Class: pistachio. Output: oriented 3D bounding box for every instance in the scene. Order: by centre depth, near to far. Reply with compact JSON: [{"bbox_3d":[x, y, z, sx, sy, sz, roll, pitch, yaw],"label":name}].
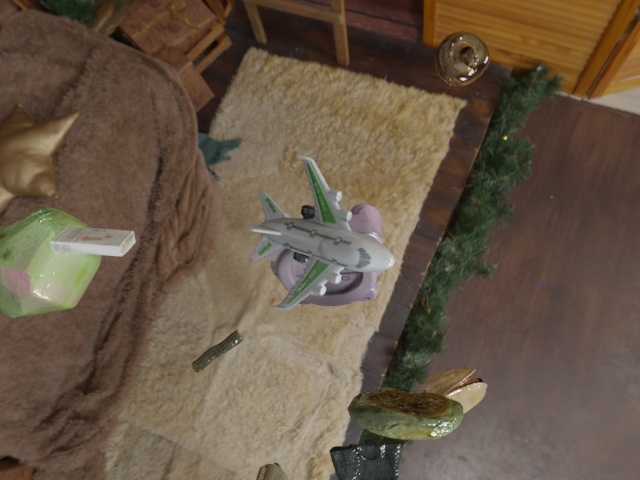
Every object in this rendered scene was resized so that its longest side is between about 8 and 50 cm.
[{"bbox_3d":[0.454,0.515,1.538,0.229,0.157,0.157,-22,69,-12],"label":"pistachio"}]

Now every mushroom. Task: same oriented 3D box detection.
[{"bbox_3d":[0.307,-0.392,0.977,0.126,0.085,0.109,-27,57,-9],"label":"mushroom"}]

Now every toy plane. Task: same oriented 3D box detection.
[{"bbox_3d":[0.002,-0.001,0.710,0.255,0.101,0.251,14,102,26],"label":"toy plane"}]

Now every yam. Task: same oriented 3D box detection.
[{"bbox_3d":[-0.441,0.473,1.927,0.253,0.061,0.061,-36,69,4],"label":"yam"}]

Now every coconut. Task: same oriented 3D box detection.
[{"bbox_3d":[-0.575,0.050,0.927,0.235,0.204,0.236,-4,69,11],"label":"coconut"}]

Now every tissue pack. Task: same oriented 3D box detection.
[{"bbox_3d":[-0.351,0.001,0.698,0.108,0.056,0.023,5,117,1],"label":"tissue pack"}]

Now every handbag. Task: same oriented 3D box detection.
[{"bbox_3d":[0.172,0.836,1.678,0.270,0.088,0.175,-5,96,-4],"label":"handbag"}]

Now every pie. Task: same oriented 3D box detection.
[{"bbox_3d":[0.210,0.423,1.121,0.302,0.302,0.067,2,85,12],"label":"pie"}]

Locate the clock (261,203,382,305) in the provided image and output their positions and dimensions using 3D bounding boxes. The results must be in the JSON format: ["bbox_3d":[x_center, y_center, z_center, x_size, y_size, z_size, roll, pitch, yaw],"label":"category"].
[{"bbox_3d":[0.017,0.053,1.149,0.295,0.322,0.113,-4,52,8],"label":"clock"}]

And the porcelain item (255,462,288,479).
[{"bbox_3d":[-0.110,0.497,0.836,0.054,0.213,0.084,-39,84,7],"label":"porcelain item"}]
